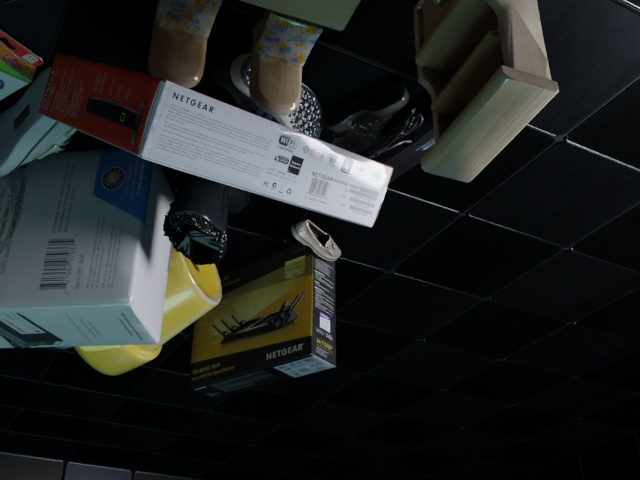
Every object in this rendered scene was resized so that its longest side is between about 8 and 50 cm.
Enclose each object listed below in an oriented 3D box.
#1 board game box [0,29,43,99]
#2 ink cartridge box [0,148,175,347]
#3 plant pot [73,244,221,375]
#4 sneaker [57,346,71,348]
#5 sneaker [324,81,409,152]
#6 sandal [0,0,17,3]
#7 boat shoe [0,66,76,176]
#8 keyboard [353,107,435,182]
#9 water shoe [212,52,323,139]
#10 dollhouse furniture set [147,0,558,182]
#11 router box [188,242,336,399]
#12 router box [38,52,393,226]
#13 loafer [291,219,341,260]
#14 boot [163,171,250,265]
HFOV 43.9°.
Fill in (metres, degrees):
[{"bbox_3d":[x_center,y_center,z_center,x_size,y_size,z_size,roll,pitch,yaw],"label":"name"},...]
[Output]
[{"bbox_3d":[-0.524,-0.229,1.126,0.259,0.039,0.124,-22,143,28],"label":"board game box"},{"bbox_3d":[-0.455,0.015,1.282,0.394,0.286,0.166,-2,149,5],"label":"ink cartridge box"},{"bbox_3d":[-0.324,0.089,1.472,0.239,0.254,0.254,-25,144,9],"label":"plant pot"},{"bbox_3d":[-0.534,0.142,1.646,0.295,0.124,0.178,-19,140,42],"label":"sneaker"},{"bbox_3d":[0.075,-0.177,1.189,0.170,0.051,0.089,-16,146,33],"label":"sneaker"},{"bbox_3d":[-0.380,-0.319,0.950,0.254,0.055,0.097,-19,144,29],"label":"sandal"},{"bbox_3d":[-0.415,-0.166,1.177,0.088,0.096,0.267,10,147,-44],"label":"boat shoe"},{"bbox_3d":[0.144,-0.156,1.173,0.201,0.033,0.317,-14,164,-46],"label":"keyboard"},{"bbox_3d":[-0.071,-0.206,1.141,0.080,0.073,0.203,14,164,39],"label":"water shoe"},{"bbox_3d":[0.026,-0.252,0.862,0.394,0.257,0.362,12,147,-19],"label":"dollhouse furniture set"},{"bbox_3d":[-0.114,0.158,1.557,0.308,0.243,0.081,-21,143,30],"label":"router box"},{"bbox_3d":[-0.132,-0.124,0.979,0.335,0.082,0.301,15,-174,-41],"label":"router box"},{"bbox_3d":[0.000,0.000,1.488,0.039,0.045,0.125,-31,135,31],"label":"loafer"},{"bbox_3d":[-0.176,-0.048,1.251,0.094,0.207,0.246,-3,149,6],"label":"boot"}]
